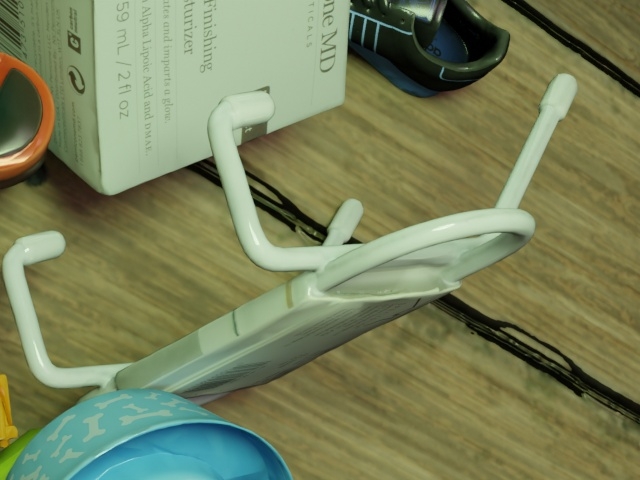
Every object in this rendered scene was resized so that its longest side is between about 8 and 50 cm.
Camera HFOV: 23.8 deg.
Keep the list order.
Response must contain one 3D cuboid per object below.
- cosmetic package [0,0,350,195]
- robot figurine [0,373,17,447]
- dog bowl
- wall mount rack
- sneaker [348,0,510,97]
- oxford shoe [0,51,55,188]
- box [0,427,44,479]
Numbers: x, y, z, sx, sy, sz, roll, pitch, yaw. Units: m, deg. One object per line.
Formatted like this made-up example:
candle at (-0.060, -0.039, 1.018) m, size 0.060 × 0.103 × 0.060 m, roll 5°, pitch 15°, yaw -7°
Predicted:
cosmetic package at (-0.096, -0.149, 0.915) m, size 0.184 × 0.151 × 0.151 m, roll -24°, pitch 135°, yaw -31°
robot figurine at (-0.315, 0.057, 0.819) m, size 0.291 × 0.085 × 0.211 m, roll -2°, pitch 83°, yaw -32°
dog bowl at (-0.089, 0.210, 0.869) m, size 0.166 × 0.074 × 0.297 m, roll -25°, pitch 125°, yaw -20°
wall mount rack at (0.000, 0.000, 0.895) m, size 0.304 × 0.350 × 0.130 m, roll -4°, pitch 72°, yaw -45°
sneaker at (0.028, -0.176, 1.061) m, size 0.232 × 0.090 × 0.081 m, roll 24°, pitch 70°, yaw -27°
oxford shoe at (-0.289, -0.076, 0.857) m, size 0.271 × 0.098 × 0.096 m, roll 16°, pitch 70°, yaw -8°
box at (-0.203, 0.203, 0.887) m, size 0.178 × 0.042 × 0.109 m, roll -36°, pitch 100°, yaw -30°
